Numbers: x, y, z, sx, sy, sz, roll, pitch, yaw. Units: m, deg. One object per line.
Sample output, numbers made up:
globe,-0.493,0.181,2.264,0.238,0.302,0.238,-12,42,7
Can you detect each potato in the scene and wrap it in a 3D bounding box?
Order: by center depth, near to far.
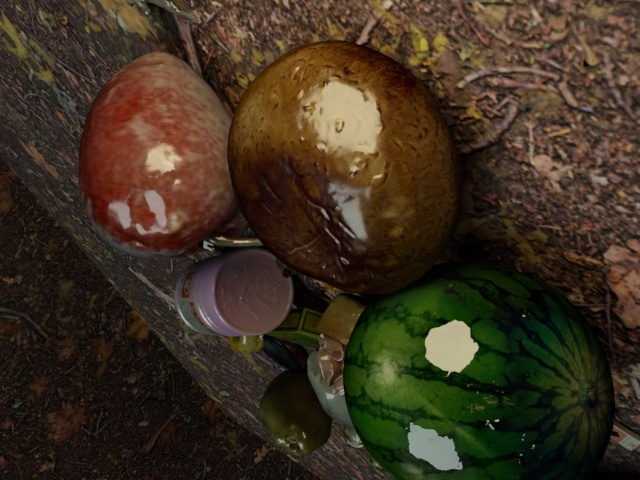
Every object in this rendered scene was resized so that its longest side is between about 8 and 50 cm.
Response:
potato,-0.066,0.510,1.857,0.218,0.202,0.351,29,-168,-7

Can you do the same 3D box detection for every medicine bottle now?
medicine bottle,-0.215,0.129,1.515,0.202,0.202,0.316,48,156,-13

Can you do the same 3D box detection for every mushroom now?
mushroom,0.020,-0.085,0.806,0.345,0.239,0.345,12,131,14
mushroom,0.070,0.453,1.766,0.159,0.122,0.329,-110,-6,-52

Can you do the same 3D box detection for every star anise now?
star anise,-0.250,-0.380,0.890,0.180,0.061,0.204,32,154,20

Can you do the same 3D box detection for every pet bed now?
pet bed,-0.121,0.314,1.864,0.201,0.053,0.201,34,156,18

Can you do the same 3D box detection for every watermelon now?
watermelon,0.201,0.191,0.846,0.363,0.363,0.363,33,155,18

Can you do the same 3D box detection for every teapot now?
teapot,-0.039,0.052,1.284,0.110,0.085,0.080,25,160,-11

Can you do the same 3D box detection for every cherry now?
cherry,-0.243,-0.119,1.058,0.326,0.291,0.335,51,-162,-58

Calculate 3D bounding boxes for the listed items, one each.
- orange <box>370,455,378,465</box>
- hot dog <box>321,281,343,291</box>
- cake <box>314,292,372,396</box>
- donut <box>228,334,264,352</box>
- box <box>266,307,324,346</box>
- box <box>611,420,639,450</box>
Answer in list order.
orange,0.214,0.387,1.288,0.301,0.223,0.300,17,152,42
hot dog,0.000,0.000,1.144,0.100,0.068,0.249,-8,130,43
cake,0.078,0.212,1.191,0.207,0.178,0.185,12,161,36
donut,-0.222,0.247,1.814,0.178,0.065,0.162,-37,68,60
box,-0.032,0.207,1.481,0.141,0.064,0.220,20,162,-22
box,0.469,0.302,1.014,0.083,0.012,0.046,32,153,21
